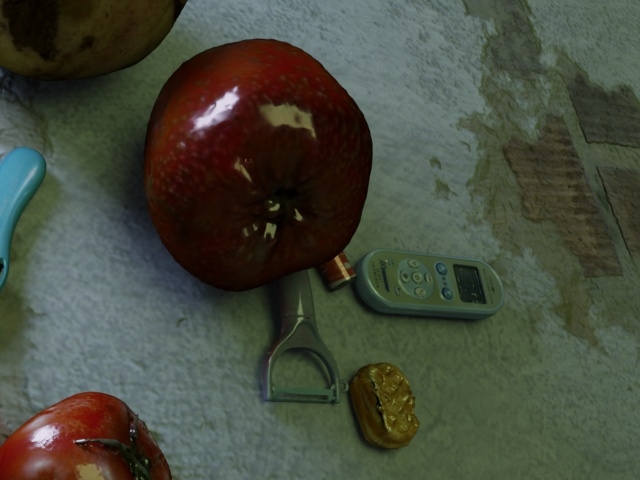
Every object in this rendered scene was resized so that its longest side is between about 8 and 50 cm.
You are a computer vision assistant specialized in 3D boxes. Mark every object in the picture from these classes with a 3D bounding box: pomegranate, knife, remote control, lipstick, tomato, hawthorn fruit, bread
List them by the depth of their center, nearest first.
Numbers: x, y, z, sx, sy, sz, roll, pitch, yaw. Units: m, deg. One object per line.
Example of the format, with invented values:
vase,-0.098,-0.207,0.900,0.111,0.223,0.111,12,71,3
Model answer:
tomato,-0.226,0.236,1.078,0.187,0.151,0.187,-25,90,-85
knife,-0.345,-0.017,1.229,0.064,0.031,0.222,27,47,-17
pomegranate,-0.289,-0.333,1.295,0.322,0.322,0.322,18,55,-28
hawthorn fruit,-0.078,-0.102,1.321,0.275,0.275,0.300,11,47,-32
knife,-0.029,0.062,1.408,0.123,0.053,0.278,11,59,-39
bread,0.081,0.203,1.410,0.083,0.044,0.111,5,59,-37
lipstick,0.000,0.000,1.473,0.038,0.038,0.131,-21,78,-43
remote control,0.147,0.062,1.544,0.244,0.047,0.087,7,57,-34
